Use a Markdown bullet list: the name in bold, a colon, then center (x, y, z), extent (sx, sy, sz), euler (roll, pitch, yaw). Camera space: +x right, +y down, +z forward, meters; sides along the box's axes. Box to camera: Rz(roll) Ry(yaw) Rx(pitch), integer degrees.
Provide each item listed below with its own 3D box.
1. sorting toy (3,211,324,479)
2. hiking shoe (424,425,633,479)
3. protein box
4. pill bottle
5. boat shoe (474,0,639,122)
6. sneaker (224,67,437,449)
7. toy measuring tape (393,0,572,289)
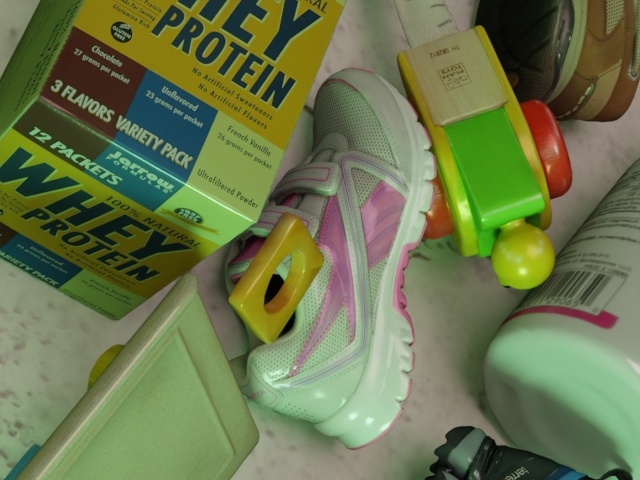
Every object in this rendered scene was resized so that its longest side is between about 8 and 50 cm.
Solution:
- **sorting toy**: center (-0.113, 0.126, 0.957), extent (0.047, 0.196, 0.347), euler (26, 63, 25)
- **hiking shoe**: center (0.103, 0.258, 1.041), extent (0.132, 0.113, 0.304), euler (12, 64, 7)
- **protein box**: center (-0.103, -0.091, 1.021), extent (0.136, 0.201, 0.200), euler (30, 61, -17)
- **pill bottle**: center (0.248, 0.033, 1.197), extent (0.160, 0.160, 0.283), euler (47, 58, -7)
- **boat shoe**: center (0.195, -0.235, 1.300), extent (0.120, 0.122, 0.324), euler (19, 72, -28)
- **sneaker**: center (0.000, 0.000, 1.106), extent (0.111, 0.103, 0.252), euler (15, 65, -26)
- **toy measuring tape**: center (0.092, -0.096, 1.208), extent (0.121, 0.121, 0.330), euler (1, 52, -29)
